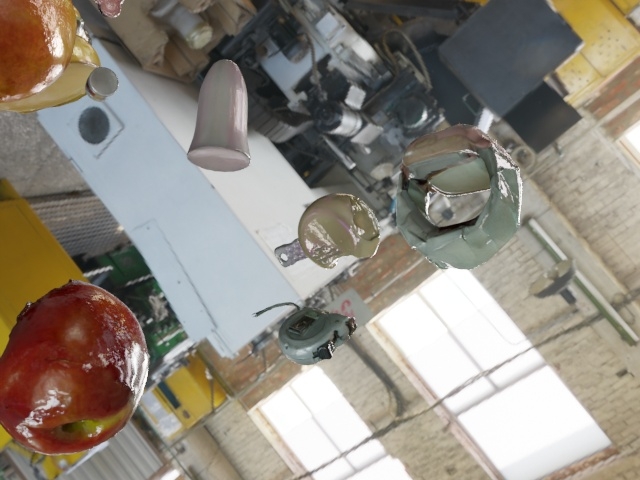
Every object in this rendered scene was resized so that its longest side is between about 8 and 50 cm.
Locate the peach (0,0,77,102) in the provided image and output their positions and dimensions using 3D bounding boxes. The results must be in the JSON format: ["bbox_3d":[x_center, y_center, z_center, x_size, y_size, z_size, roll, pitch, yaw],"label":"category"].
[{"bbox_3d":[-0.511,-0.350,0.859,0.281,0.238,0.281,-21,121,-39],"label":"peach"}]

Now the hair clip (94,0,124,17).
[{"bbox_3d":[-0.587,-0.681,1.511,0.123,0.102,0.138,-57,140,-3],"label":"hair clip"}]

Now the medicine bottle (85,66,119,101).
[{"bbox_3d":[-0.458,-0.325,1.188,0.058,0.058,0.091,-38,-161,-21],"label":"medicine bottle"}]

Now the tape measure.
[{"bbox_3d":[-0.085,0.204,1.370,0.330,0.084,0.164,8,-145,38],"label":"tape measure"}]

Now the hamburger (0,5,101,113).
[{"bbox_3d":[-0.911,-0.598,1.780,0.395,0.277,0.396,-25,-179,0],"label":"hamburger"}]

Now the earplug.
[{"bbox_3d":[-0.271,-0.360,1.562,0.172,0.301,0.172,0,165,0],"label":"earplug"}]

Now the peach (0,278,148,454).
[{"bbox_3d":[-0.475,0.223,1.085,0.281,0.338,0.281,-16,138,-15],"label":"peach"}]

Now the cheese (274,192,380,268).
[{"bbox_3d":[0.000,0.000,1.249,0.286,0.163,0.082,-28,-174,43],"label":"cheese"}]

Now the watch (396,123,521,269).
[{"bbox_3d":[0.242,-0.064,1.026,0.253,0.161,0.241,-10,-122,55],"label":"watch"}]
